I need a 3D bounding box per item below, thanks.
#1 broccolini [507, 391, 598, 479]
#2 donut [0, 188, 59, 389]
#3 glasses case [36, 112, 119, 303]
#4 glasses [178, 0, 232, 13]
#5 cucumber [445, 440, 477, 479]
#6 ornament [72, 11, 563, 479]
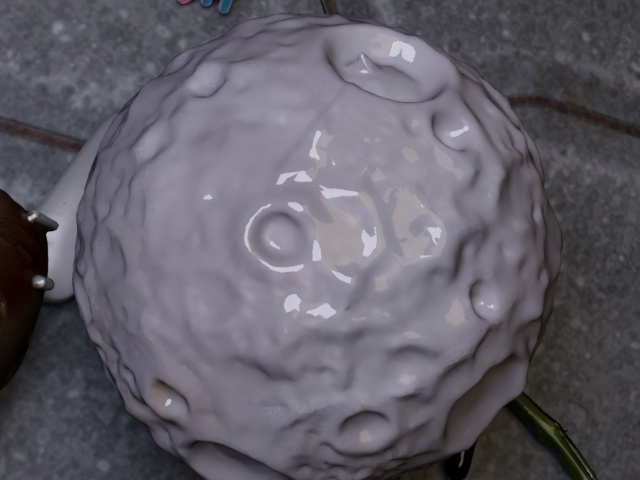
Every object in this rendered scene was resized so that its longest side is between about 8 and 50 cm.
[{"bbox_3d":[0.221,0.201,1.126,0.239,0.051,0.054,51,28,1],"label":"broccolini"},{"bbox_3d":[-0.348,-0.002,0.858,0.345,0.136,0.259,34,27,-5],"label":"donut"},{"bbox_3d":[-0.177,-0.026,1.032,0.063,0.041,0.164,36,67,-11],"label":"glasses case"},{"bbox_3d":[-0.125,-0.315,1.117,0.162,0.095,0.255,-39,94,3],"label":"glasses"},{"bbox_3d":[0.117,0.131,1.107,0.043,0.039,0.163,3,73,2],"label":"cucumber"},{"bbox_3d":[0.000,0.000,0.928,0.337,0.337,0.337,5,75,-20],"label":"ornament"}]
